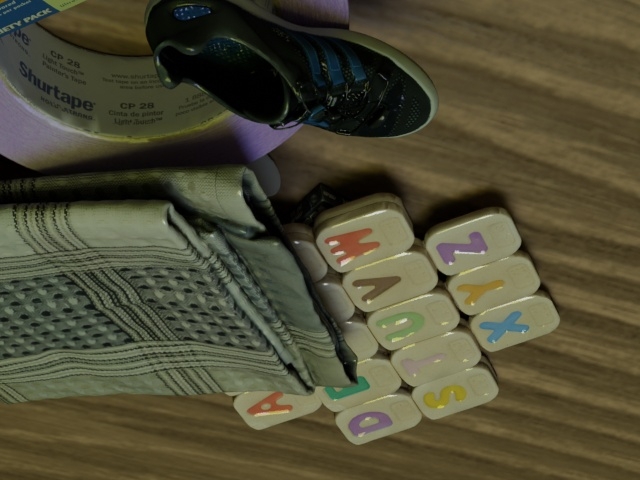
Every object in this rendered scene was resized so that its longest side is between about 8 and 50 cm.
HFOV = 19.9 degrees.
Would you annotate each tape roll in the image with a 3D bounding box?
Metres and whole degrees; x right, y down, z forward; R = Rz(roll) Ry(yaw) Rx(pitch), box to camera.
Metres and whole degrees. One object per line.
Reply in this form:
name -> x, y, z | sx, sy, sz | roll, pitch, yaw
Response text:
tape roll -> -0.121, -0.161, 1.173 | 0.274, 0.090, 0.275 | -3, 135, -3

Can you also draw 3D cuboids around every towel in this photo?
towel -> -0.156, 0.048, 1.322 | 0.324, 0.056, 0.312 | -4, 149, 16

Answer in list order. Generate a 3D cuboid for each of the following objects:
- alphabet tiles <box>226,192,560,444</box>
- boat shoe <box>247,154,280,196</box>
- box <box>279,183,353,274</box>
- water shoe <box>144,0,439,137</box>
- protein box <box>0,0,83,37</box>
alphabet tiles -> 0.041, 0.069, 1.447 | 0.278, 0.021, 0.284 | -19, 140, 12
boat shoe -> -0.075, -0.057, 1.324 | 0.100, 0.035, 0.035 | 24, 156, -31
box -> 0.000, 0.000, 1.395 | 0.067, 0.018, 0.083 | 29, 126, -30
water shoe -> -0.018, -0.093, 1.131 | 0.203, 0.080, 0.073 | 18, 131, -22
protein box -> -0.222, -0.226, 0.960 | 0.136, 0.201, 0.200 | -22, 167, 10
